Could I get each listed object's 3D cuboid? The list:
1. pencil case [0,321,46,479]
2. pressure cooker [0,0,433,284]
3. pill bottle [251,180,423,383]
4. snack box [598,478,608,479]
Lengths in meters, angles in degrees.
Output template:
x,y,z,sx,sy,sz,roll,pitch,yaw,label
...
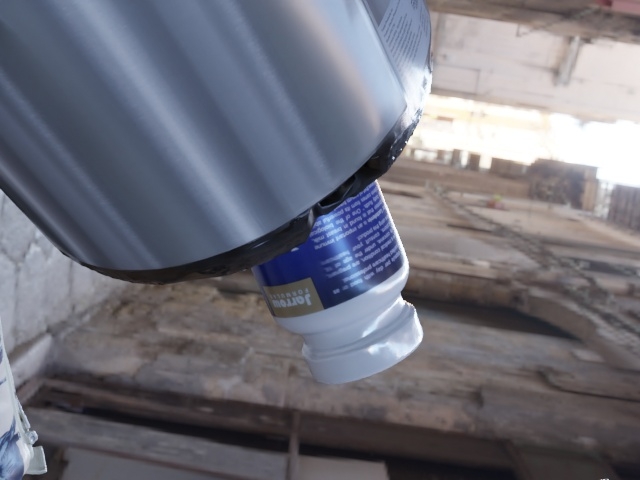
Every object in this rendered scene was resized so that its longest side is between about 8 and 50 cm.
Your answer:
x,y,z,sx,sy,sz,roll,pitch,yaw,label
-0.421,0.122,1.065,0.160,0.183,0.410,47,-38,45,pencil case
-0.142,-0.224,0.660,0.370,0.375,0.420,56,-1,46,pressure cooker
0.000,0.000,0.966,0.153,0.153,0.265,-86,153,-77,pill bottle
0.321,0.377,1.309,0.022,0.178,0.064,-18,85,-58,snack box
